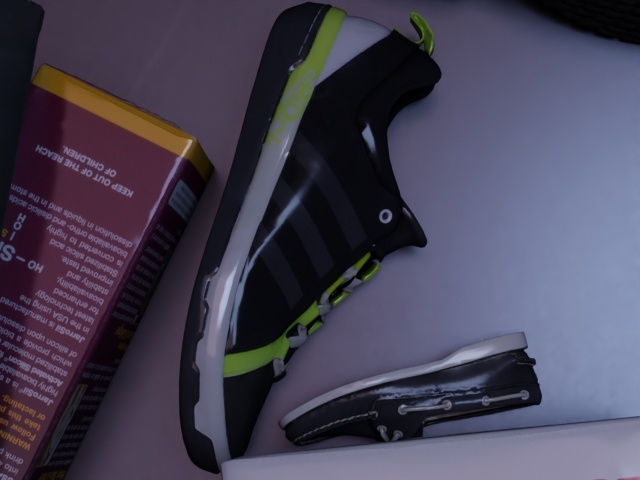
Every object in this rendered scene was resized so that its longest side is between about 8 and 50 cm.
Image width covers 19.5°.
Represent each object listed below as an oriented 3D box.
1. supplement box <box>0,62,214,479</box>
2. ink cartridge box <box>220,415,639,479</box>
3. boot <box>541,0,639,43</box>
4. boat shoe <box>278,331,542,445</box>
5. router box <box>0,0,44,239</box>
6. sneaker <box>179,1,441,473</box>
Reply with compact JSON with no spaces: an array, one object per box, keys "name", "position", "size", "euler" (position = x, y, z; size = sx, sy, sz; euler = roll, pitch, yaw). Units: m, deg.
[{"name":"supplement box","position":[-0.127,0.026,0.854],"size":[0.080,0.104,0.188],"euler":[26,86,4]},{"name":"ink cartridge box","position":[0.070,0.216,0.780],"size":[0.198,0.115,0.273],"euler":[-7,82,4]},{"name":"boot","position":[0.125,-0.191,0.883],"size":[0.246,0.083,0.161],"euler":[15,80,1]},{"name":"boat shoe","position":[0.043,0.079,0.877],"size":[0.125,0.046,0.038],"euler":[-17,80,-9]},{"name":"router box","position":[-0.254,0.036,0.801],"size":[0.243,0.081,0.309],"euler":[4,81,39]},{"name":"sneaker","position":[0.000,0.000,0.864],"size":[0.097,0.084,0.235],"euler":[15,86,1]}]
